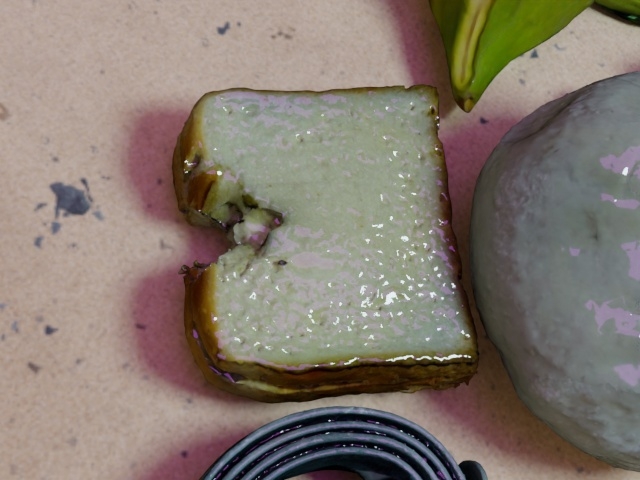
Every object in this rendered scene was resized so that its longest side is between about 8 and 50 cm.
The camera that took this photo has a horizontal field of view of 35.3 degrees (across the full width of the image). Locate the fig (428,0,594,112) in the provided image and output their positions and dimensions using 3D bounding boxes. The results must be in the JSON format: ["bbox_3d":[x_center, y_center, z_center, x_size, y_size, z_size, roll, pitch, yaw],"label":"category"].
[{"bbox_3d":[0.180,-0.256,0.991,0.206,0.206,0.275,17,91,-11],"label":"fig"}]

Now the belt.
[{"bbox_3d":[0.011,0.231,0.767,0.267,0.116,0.206,-27,75,-22],"label":"belt"}]

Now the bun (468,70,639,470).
[{"bbox_3d":[0.288,0.019,0.863,0.354,0.194,0.355,6,78,-30],"label":"bun"}]

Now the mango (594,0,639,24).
[{"bbox_3d":[0.347,-0.288,1.097,0.165,0.074,0.091,14,64,-12],"label":"mango"}]

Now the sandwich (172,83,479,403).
[{"bbox_3d":[0.000,0.001,0.865,0.248,0.095,0.273,0,69,-18],"label":"sandwich"}]
